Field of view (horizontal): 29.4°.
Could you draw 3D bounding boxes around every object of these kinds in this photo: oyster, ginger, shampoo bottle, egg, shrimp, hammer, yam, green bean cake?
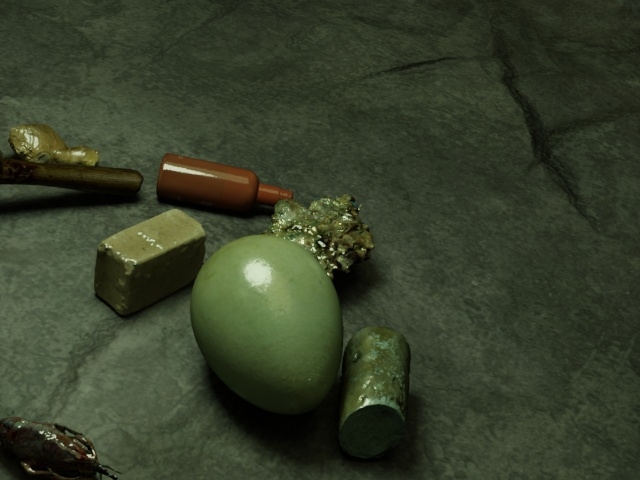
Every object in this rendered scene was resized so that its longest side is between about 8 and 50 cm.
[{"bbox_3d":[0.001,-0.007,2.100,0.198,0.092,0.259,20,24,21],"label":"oyster"},{"bbox_3d":[-0.481,-0.168,2.194,0.165,0.067,0.096,12,31,-28],"label":"ginger"},{"bbox_3d":[-0.170,-0.093,2.185,0.244,0.085,0.085,13,34,-5],"label":"shampoo bottle"},{"bbox_3d":[-0.073,0.126,1.782,0.218,0.218,0.295,-3,50,-25],"label":"egg"},{"bbox_3d":[-0.341,0.278,1.593,0.190,0.073,0.075,13,76,15],"label":"shrimp"},{"bbox_3d":[-0.474,-0.106,2.038,0.408,0.095,0.242,6,2,-39],"label":"hammer"},{"bbox_3d":[0.078,0.225,1.792,0.107,0.107,0.194,13,34,-3],"label":"yam"},{"bbox_3d":[-0.269,0.033,1.937,0.085,0.109,0.179,34,38,27],"label":"green bean cake"}]
